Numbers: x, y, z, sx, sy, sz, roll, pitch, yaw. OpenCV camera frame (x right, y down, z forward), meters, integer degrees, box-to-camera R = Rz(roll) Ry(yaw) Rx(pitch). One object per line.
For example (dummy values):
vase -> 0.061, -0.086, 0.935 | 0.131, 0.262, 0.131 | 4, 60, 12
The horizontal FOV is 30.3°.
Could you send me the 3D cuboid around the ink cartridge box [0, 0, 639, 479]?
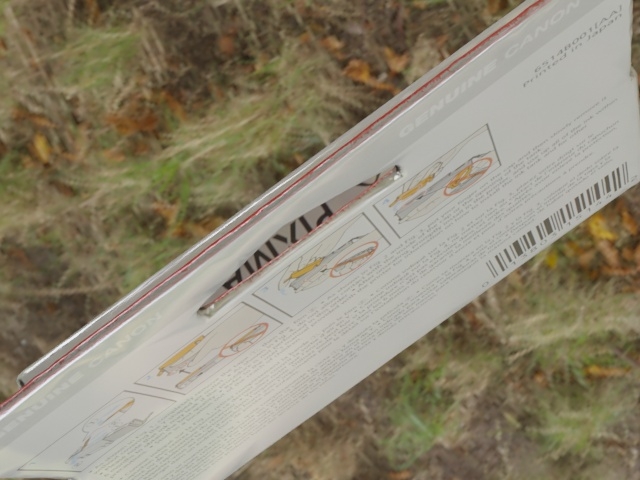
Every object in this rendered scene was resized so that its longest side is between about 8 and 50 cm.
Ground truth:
ink cartridge box -> 0.000, 0.000, 0.506 | 0.066, 0.296, 0.261 | 55, -176, 21
